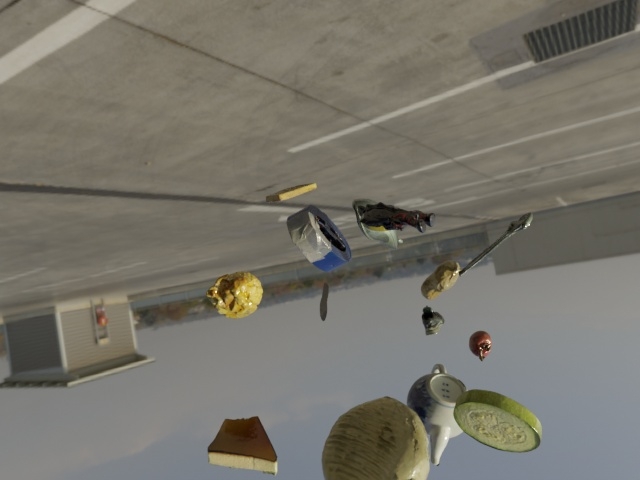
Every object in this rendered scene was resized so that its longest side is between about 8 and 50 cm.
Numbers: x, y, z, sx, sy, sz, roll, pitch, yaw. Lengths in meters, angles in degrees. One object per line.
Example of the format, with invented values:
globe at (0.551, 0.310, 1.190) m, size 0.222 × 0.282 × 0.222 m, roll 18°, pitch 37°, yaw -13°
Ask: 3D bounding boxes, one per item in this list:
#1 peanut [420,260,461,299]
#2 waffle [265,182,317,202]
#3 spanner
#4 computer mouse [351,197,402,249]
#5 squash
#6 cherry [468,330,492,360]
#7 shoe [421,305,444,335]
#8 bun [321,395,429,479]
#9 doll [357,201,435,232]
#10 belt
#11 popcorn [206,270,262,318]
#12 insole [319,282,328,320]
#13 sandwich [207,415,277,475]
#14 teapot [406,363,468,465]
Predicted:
peanut at (0.446, 0.151, 1.949) m, size 0.099 × 0.099 × 0.214 m, roll -8°, pitch 155°, yaw -33°
waffle at (-0.084, -0.129, 1.415) m, size 0.135 × 0.021 × 0.092 m, roll -22°, pitch -166°, yaw -37°
spanner at (0.611, 0.017, 1.813) m, size 0.325 × 0.026 × 0.093 m, roll -44°, pitch -173°, yaw 15°
computer mouse at (0.240, -0.060, 1.937) m, size 0.090 × 0.167 × 0.379 m, roll -30°, pitch 149°, yaw 23°
squash at (0.519, 0.538, 1.531) m, size 0.252 × 0.252 × 0.049 m, roll -14°, pitch -148°, yaw 43°
cherry at (0.639, 0.415, 2.059) m, size 0.090 × 0.107 × 0.225 m, roll 15°, pitch 180°, yaw 11°
shoe at (0.451, 0.314, 2.122) m, size 0.071 × 0.099 × 0.169 m, roll -21°, pitch -171°, yaw 26°
bun at (0.168, 0.649, 1.535) m, size 0.326 × 0.235 × 0.362 m, roll -11°, pitch -150°, yaw 19°
doll at (0.211, -0.065, 1.542) m, size 0.248 × 0.088 × 0.127 m, roll 11°, pitch -178°, yaw 35°
belt at (0.000, 0.000, 2.136) m, size 0.117 × 0.212 × 0.347 m, roll -26°, pitch 140°, yaw 20°
popcorn at (-0.281, 0.176, 1.707) m, size 0.180 × 0.180 × 0.170 m, roll -11°, pitch -157°, yaw 19°
insole at (0.017, 0.266, 2.270) m, size 0.004 × 0.188 × 0.064 m, roll -13°, pitch 138°, yaw 26°
sandwich at (-0.190, 0.552, 1.422) m, size 0.193 × 0.058 × 0.162 m, roll 5°, pitch -159°, yaw 12°
teapot at (0.458, 0.666, 2.043) m, size 0.252 × 0.280 × 0.424 m, roll 12°, pitch -144°, yaw 2°
